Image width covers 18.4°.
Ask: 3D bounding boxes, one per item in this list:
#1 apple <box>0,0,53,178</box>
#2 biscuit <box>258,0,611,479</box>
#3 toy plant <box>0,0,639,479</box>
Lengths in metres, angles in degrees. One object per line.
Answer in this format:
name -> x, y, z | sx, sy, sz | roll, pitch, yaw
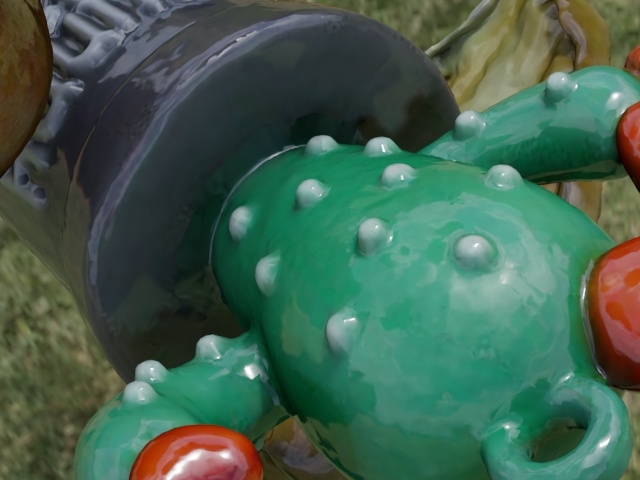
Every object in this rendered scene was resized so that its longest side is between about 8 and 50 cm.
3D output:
apple -> -0.192, -0.076, 0.755 | 0.173, 0.160, 0.195 | -12, 32, -7
biscuit -> 0.040, 0.002, 1.094 | 0.335, 0.078, 0.329 | -29, 34, 42
toy plant -> -0.011, 0.004, 0.795 | 0.279, 0.185, 0.400 | -16, 32, -31
